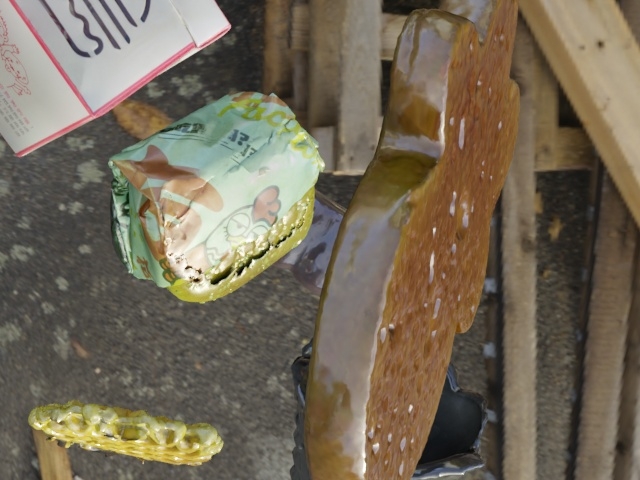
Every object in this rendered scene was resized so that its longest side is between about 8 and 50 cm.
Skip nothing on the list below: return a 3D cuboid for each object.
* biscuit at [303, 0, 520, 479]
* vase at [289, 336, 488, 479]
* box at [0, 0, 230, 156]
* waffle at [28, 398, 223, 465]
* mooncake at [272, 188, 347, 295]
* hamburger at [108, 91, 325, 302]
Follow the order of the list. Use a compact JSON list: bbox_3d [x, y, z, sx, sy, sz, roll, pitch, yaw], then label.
[{"bbox_3d":[0.041,-0.005,0.398,0.180,0.039,0.236,78,27,-50],"label":"biscuit"},{"bbox_3d":[0.005,0.174,0.560,0.115,0.115,0.237,5,123,-25],"label":"vase"},{"bbox_3d":[-0.393,-0.351,1.518,0.300,0.312,0.314,-45,110,-34],"label":"box"},{"bbox_3d":[-0.311,0.311,1.572,0.311,0.307,0.060,15,68,-16],"label":"waffle"},{"bbox_3d":[0.000,0.000,1.797,0.306,0.306,0.154,31,98,-24],"label":"mooncake"},{"bbox_3d":[-0.094,-0.023,0.964,0.214,0.125,0.235,-21,132,-25],"label":"hamburger"}]
